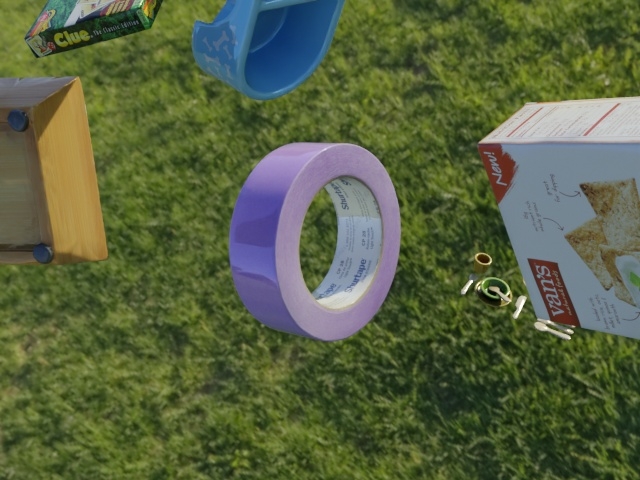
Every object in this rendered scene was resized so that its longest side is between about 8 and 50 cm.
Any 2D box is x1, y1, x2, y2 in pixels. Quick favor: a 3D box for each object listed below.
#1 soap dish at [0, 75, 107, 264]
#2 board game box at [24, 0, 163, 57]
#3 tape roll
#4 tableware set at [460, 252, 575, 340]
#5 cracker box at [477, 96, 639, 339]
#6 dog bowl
[{"bbox_3d":[-0.416,-0.075,0.962,0.290,0.229,0.118,0,20,9],"label":"soap dish"},{"bbox_3d":[-0.210,-0.294,0.860,0.136,0.030,0.260,-11,45,21],"label":"board game box"},{"bbox_3d":[0.000,0.000,1.139,0.090,0.275,0.275,7,58,40],"label":"tape roll"},{"bbox_3d":[0.263,0.060,1.023,0.154,0.024,0.104,24,44,18],"label":"tableware set"},{"bbox_3d":[0.226,-0.009,0.511,0.067,0.156,0.232,-38,26,-28],"label":"cracker box"},{"bbox_3d":[-0.039,-0.278,0.872,0.166,0.297,0.074,-23,60,-37],"label":"dog bowl"}]
